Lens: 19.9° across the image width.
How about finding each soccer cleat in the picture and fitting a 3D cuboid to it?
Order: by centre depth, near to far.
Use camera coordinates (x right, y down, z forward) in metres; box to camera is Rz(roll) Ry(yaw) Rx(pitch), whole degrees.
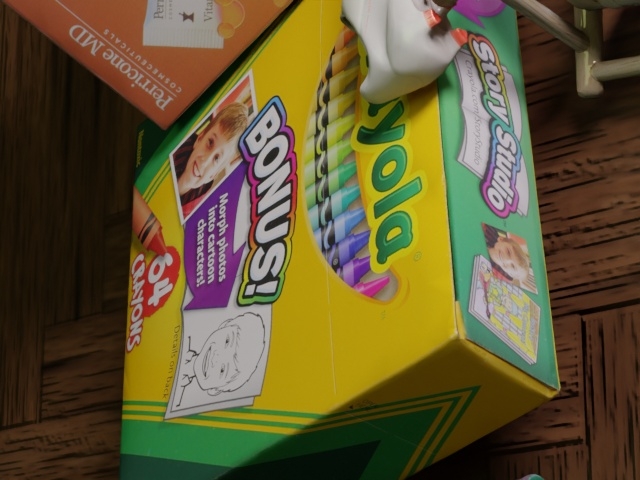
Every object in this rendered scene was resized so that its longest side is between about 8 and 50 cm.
[{"bbox_3d":[0.041,-0.174,1.171,0.076,0.068,0.196,-33,45,29],"label":"soccer cleat"}]

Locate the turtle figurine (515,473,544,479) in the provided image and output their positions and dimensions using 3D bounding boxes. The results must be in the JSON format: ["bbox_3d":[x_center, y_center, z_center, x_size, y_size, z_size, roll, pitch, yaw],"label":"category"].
[{"bbox_3d":[0.054,0.215,1.160,0.234,0.175,0.118,-18,48,33],"label":"turtle figurine"}]

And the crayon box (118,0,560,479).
[{"bbox_3d":[0.000,0.000,1.242,0.313,0.106,0.363,-35,42,35],"label":"crayon box"}]

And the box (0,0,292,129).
[{"bbox_3d":[-0.078,-0.290,1.317,0.345,0.215,0.168,-44,22,19],"label":"box"}]

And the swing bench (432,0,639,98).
[{"bbox_3d":[0.229,-0.243,1.093,0.253,0.165,0.254,-5,67,46],"label":"swing bench"}]
